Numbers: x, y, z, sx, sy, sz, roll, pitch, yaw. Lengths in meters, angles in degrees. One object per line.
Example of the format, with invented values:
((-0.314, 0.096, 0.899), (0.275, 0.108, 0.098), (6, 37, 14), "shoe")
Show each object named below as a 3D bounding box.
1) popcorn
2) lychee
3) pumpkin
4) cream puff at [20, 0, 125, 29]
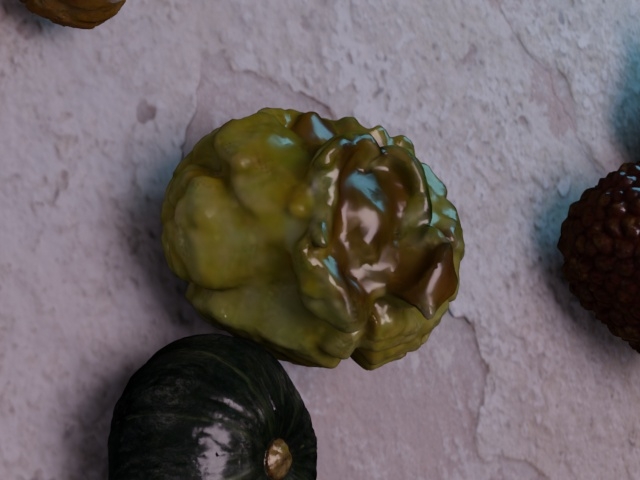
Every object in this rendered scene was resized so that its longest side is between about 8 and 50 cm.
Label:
((0.000, 0.000, 1.643), (0.224, 0.270, 0.258), (-68, 162, 3), "popcorn")
((0.385, 0.019, 1.998), (0.271, 0.236, 0.236), (10, 72, -7), "lychee")
((-0.091, 0.184, 1.579), (0.212, 0.152, 0.211), (15, 70, -47), "pumpkin")
((-0.210, -0.246, 1.583), (0.126, 0.103, 0.144), (-27, 100, -29), "cream puff")
